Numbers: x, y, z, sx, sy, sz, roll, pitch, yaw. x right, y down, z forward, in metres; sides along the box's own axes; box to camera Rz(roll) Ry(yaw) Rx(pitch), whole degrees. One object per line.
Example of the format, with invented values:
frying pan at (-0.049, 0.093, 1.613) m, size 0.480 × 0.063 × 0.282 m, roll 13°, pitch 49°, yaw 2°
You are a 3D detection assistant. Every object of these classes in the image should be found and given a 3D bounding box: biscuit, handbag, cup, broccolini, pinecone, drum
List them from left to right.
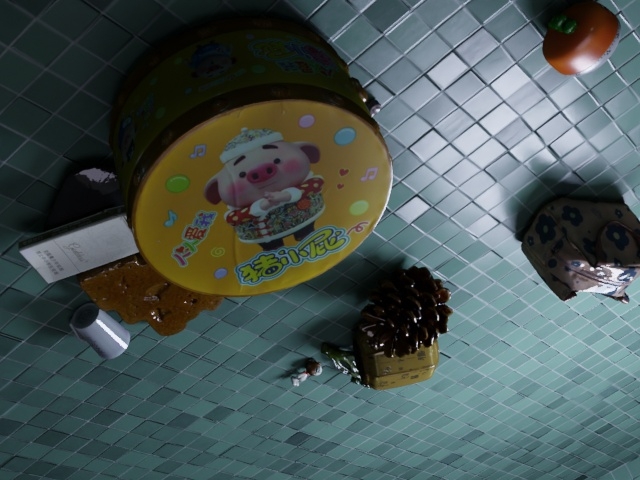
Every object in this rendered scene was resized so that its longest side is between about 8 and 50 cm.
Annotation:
cup at (-0.451, 0.180, 1.754) m, size 0.104 × 0.074 × 0.116 m, roll -2°, pitch 144°, yaw 24°
biscuit at (-0.322, 0.082, 1.705) m, size 0.302 × 0.043 × 0.278 m, roll 14°, pitch 132°, yaw -35°
drum at (-0.112, -0.119, 1.383) m, size 0.432 × 0.214 × 0.431 m, roll -13°, pitch 138°, yaw -12°
broccolini at (0.073, 0.288, 2.139) m, size 0.091 × 0.068 × 0.203 m, roll -45°, pitch 121°, yaw 10°
pinecone at (0.179, 0.166, 1.921) m, size 0.212 × 0.169 × 0.185 m, roll -40°, pitch 106°, yaw -15°
handbag at (0.595, 0.030, 1.933) m, size 0.252 × 0.193 × 0.190 m, roll 2°, pitch 132°, yaw -28°

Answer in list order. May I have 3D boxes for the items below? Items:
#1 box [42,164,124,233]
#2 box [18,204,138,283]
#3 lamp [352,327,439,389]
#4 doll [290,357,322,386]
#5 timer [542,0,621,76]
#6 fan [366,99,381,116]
box at (-0.366, -0.052, 1.526) m, size 0.201 × 0.042 × 0.212 m, roll 7°, pitch 134°, yaw -30°
box at (-0.405, 0.007, 1.520) m, size 0.199 × 0.029 × 0.109 m, roll -19°, pitch 143°, yaw 2°
lamp at (0.175, 0.262, 2.057) m, size 0.185 × 0.161 × 0.161 m, roll -8°, pitch 140°, yaw -10°
doll at (-0.034, 0.318, 2.124) m, size 0.085 × 0.040 × 0.058 m, roll -23°, pitch 152°, yaw 2°
timer at (0.433, -0.348, 1.491) m, size 0.136 × 0.099 × 0.136 m, roll -9°, pitch 127°, yaw -12°
fan at (0.023, -0.150, 1.600) m, size 0.057 × 0.023 × 0.282 m, roll 16°, pitch 130°, yaw -26°
